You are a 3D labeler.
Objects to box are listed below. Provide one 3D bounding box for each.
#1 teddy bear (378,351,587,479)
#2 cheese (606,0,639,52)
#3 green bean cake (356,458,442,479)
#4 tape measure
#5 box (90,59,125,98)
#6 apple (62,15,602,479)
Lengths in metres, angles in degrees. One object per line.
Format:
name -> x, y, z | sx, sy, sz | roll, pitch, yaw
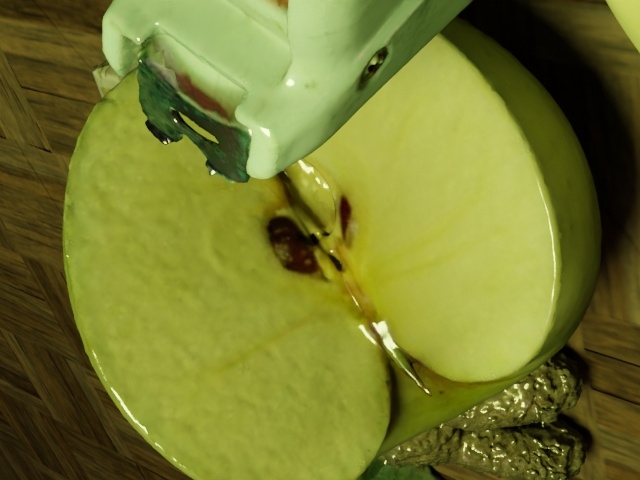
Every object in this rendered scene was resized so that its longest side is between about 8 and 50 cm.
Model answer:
teddy bear -> 0.071, 0.108, 0.848 | 0.251, 0.129, 0.182 | 26, 142, 28
cheese -> 0.230, -0.065, 0.536 | 0.127, 0.050, 0.255 | -10, 121, 52
green bean cake -> 0.033, 0.252, 1.100 | 0.181, 0.094, 0.173 | 47, 150, -1
tape measure -> 0.036, -0.167, 0.453 | 0.125, 0.243, 0.246 | 37, 149, 12
box -> -0.144, -0.107, 0.931 | 0.062, 0.045, 0.098 | 19, 139, 34
apple -> 0.010, -0.001, 0.676 | 0.258, 0.295, 0.233 | 57, -170, 14
